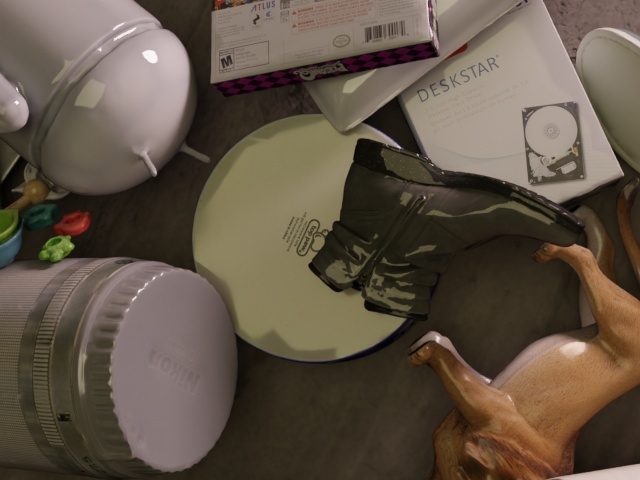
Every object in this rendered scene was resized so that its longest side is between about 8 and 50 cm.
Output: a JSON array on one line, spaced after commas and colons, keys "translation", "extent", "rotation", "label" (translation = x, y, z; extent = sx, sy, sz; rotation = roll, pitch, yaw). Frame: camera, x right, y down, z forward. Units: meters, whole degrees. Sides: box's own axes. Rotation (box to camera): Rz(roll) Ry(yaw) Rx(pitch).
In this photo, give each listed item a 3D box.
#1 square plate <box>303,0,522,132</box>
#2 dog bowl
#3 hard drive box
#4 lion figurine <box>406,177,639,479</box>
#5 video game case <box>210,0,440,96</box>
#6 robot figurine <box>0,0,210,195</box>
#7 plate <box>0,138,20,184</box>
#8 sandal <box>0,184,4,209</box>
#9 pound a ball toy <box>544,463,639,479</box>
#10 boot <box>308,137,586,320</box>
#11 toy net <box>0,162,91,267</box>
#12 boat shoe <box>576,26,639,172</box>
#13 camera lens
[{"translation": [0.067, -0.338, 1.242], "extent": [0.344, 0.049, 0.347], "rotation": [-36, 62, 5], "label": "square plate"}, {"translation": [0.000, 0.000, 1.256], "extent": [0.265, 0.104, 0.265], "rotation": [-1, 86, 9], "label": "dog bowl"}, {"translation": [0.186, -0.130, 1.243], "extent": [0.181, 0.089, 0.232], "rotation": [-25, 82, 6], "label": "hard drive box"}, {"translation": [0.240, 0.141, 1.195], "extent": [0.392, 0.142, 0.240], "rotation": [-40, 89, 0], "label": "lion figurine"}, {"translation": [0.001, -0.263, 1.188], "extent": [0.232, 0.042, 0.210], "rotation": [-9, 68, 18], "label": "video game case"}, {"translation": [-0.272, -0.185, 1.226], "extent": [0.353, 0.300, 0.200], "rotation": [40, 124, 9], "label": "robot figurine"}, {"translation": [-0.479, -0.121, 1.368], "extent": [0.277, 0.045, 0.278], "rotation": [34, 92, 10], "label": "plate"}, {"translation": [-0.432, -0.131, 1.295], "extent": [0.120, 0.086, 0.303], "rotation": [-24, 83, 6], "label": "sandal"}, {"translation": [0.361, 0.307, 1.104], "extent": [0.319, 0.136, 0.208], "rotation": [-2, 73, -26], "label": "pound a ball toy"}, {"translation": [0.121, 0.007, 1.153], "extent": [0.246, 0.083, 0.161], "rotation": [19, 96, 15], "label": "boot"}, {"translation": [-0.298, -0.045, 1.249], "extent": [0.122, 0.232, 0.045], "rotation": [-12, 120, 10], "label": "toy net"}, {"translation": [0.400, -0.108, 1.222], "extent": [0.099, 0.116, 0.319], "rotation": [-31, 70, -38], "label": "boat shoe"}, {"translation": [-0.251, 0.127, 1.196], "extent": [0.274, 0.219, 0.219], "rotation": [-2, 86, 31], "label": "camera lens"}]
